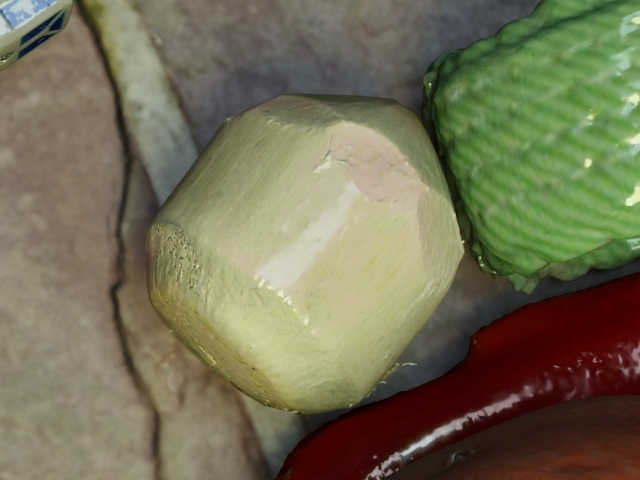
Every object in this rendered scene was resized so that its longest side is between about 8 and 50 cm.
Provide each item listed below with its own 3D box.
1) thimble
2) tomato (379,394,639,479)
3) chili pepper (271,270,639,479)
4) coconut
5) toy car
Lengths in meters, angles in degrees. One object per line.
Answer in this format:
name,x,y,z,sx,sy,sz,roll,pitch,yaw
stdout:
thimble,0.171,-0.067,0.970,0.219,0.219,0.150,-15,81,-16
tomato,0.137,0.210,0.830,0.341,0.341,0.273,-32,82,-17
chili pepper,0.138,0.087,0.981,0.387,0.110,0.110,-17,83,-15
coconut,0.000,0.000,0.939,0.171,0.171,0.183,43,75,-2
toy car,-0.185,-0.141,0.964,0.170,0.080,0.070,-36,88,-18
